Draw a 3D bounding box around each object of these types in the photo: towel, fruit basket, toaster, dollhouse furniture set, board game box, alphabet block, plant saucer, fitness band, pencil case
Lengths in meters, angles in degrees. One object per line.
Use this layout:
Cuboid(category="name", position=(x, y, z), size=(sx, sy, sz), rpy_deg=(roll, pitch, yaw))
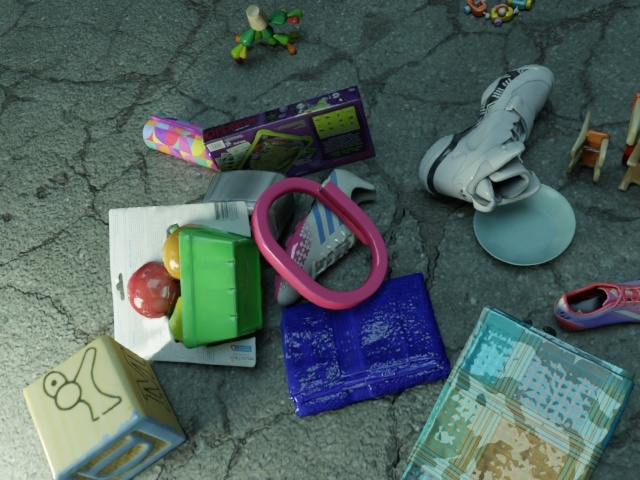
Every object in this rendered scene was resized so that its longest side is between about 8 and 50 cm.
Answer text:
Cuboid(category="towel", position=(0.320, 0.324, 1.048), size=(0.271, 0.040, 0.370), rpy_deg=(26, 82, 27))
Cuboid(category="fruit basket", position=(-0.286, 0.089, 1.286), size=(0.353, 0.165, 0.327), rpy_deg=(-2, 91, 30))
Cuboid(category="toaster", position=(-0.153, -0.068, 1.358), size=(0.227, 0.129, 0.146), rpy_deg=(3, 38, 13))
Cuboid(category="dollhouse furniture set", position=(0.622, -0.191, 1.164), size=(0.262, 0.259, 0.135), rpy_deg=(19, 78, 22))
Cuboid(category="board game box", position=(-0.063, -0.216, 1.391), size=(0.347, 0.208, 0.056), rpy_deg=(-14, 56, 6))
Cuboid(category="alphabet block", position=(-0.407, 0.332, 1.187), size=(0.192, 0.193, 0.197), rpy_deg=(-33, 59, -6))
Cuboid(category="plant saucer", position=(0.409, -0.030, 1.260), size=(0.195, 0.037, 0.195), rpy_deg=(-6, 61, 11))
Cuboid(category="fitness band", position=(0.000, 0.000, 1.214), size=(0.291, 0.054, 0.209), rpy_deg=(45, 62, 2))
Cuboid(category="pencil case", position=(-0.325, -0.250, 1.544), size=(0.236, 0.104, 0.104), rpy_deg=(17, 67, 24))
Cuboid(category="towel", position=(0.076, 0.192, 1.203), size=(0.308, 0.076, 0.227), rpy_deg=(-16, 60, 6))

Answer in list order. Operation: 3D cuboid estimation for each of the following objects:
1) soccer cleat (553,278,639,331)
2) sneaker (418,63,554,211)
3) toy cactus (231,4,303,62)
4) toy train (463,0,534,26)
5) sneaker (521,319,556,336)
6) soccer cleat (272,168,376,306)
Cuboid(category="soccer cleat", position=(0.543, 0.104, 1.115), size=(0.248, 0.095, 0.083), rpy_deg=(-13, 59, 8))
Cuboid(category="sneaker", position=(0.390, -0.203, 1.273), size=(0.366, 0.137, 0.210), rpy_deg=(-43, 38, -5))
Cuboid(category="toy cactus", position=(-0.148, -0.542, 1.621), size=(0.219, 0.180, 0.112), rpy_deg=(-20, 79, 9))
Cuboid(category="toy train", position=(0.451, -0.604, 1.562), size=(0.166, 0.046, 0.125), rpy_deg=(-26, 59, 1))
Cuboid(category="sneaker", position=(0.410, 0.201, 1.118), size=(0.152, 0.058, 0.084), rpy_deg=(35, 84, 35))
Cuboid(category="soccer cleat", position=(0.015, -0.003, 1.307), size=(0.143, 0.116, 0.331), rpy_deg=(20, 71, 12))
